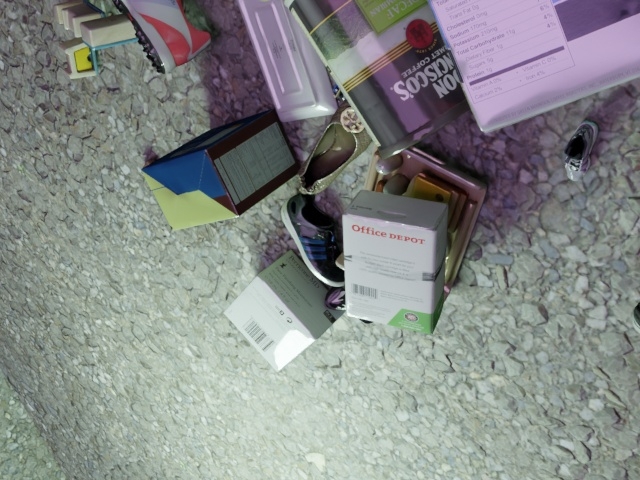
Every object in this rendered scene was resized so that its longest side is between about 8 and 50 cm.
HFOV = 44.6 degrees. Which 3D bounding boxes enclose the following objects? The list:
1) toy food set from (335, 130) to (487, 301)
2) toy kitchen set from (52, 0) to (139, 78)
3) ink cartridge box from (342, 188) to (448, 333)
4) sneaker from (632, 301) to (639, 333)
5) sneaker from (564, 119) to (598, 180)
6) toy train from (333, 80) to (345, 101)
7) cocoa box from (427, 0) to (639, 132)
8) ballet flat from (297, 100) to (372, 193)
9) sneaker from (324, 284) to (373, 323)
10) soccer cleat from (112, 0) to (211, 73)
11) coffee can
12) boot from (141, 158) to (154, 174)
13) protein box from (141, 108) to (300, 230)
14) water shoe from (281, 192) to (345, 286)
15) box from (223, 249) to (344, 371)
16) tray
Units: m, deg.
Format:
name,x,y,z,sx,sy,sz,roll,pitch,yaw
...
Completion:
name,x,y,z,sx,sy,sz,roll,pitch,yaw
toy food set,0.146,-0.026,1.370,0.220,0.092,0.306,30,134,20
toy kitchen set,-0.447,-0.397,1.607,0.207,0.122,0.166,39,140,41
ink cartridge box,0.127,0.035,1.316,0.160,0.092,0.219,11,127,19
sneaker,0.627,0.178,1.085,0.385,0.145,0.147,19,128,31
sneaker,0.371,-0.122,1.139,0.038,0.069,0.098,21,130,27
toy train,0.059,-0.294,1.305,0.036,0.027,0.158,44,136,11
cocoa box,0.272,-0.304,0.867,0.231,0.347,0.228,-18,105,30
ballet flat,0.021,-0.161,1.404,0.084,0.058,0.250,46,137,3
sneaker,0.081,0.120,1.533,0.188,0.078,0.067,3,120,38
soccer cleat,-0.324,-0.460,1.465,0.318,0.116,0.108,58,167,14
coffee can,0.103,-0.288,1.147,0.201,0.201,0.275,-27,99,46
boot,-0.349,-0.151,1.730,0.114,0.037,0.106,46,135,11
protein box,-0.186,-0.134,1.485,0.200,0.201,0.136,-9,112,42
water shoe,0.000,0.000,1.521,0.080,0.073,0.203,-31,98,44
box,-0.078,0.151,1.652,0.181,0.119,0.182,47,136,3
tray,-0.069,-0.339,1.376,0.145,0.030,0.270,-2,117,39
